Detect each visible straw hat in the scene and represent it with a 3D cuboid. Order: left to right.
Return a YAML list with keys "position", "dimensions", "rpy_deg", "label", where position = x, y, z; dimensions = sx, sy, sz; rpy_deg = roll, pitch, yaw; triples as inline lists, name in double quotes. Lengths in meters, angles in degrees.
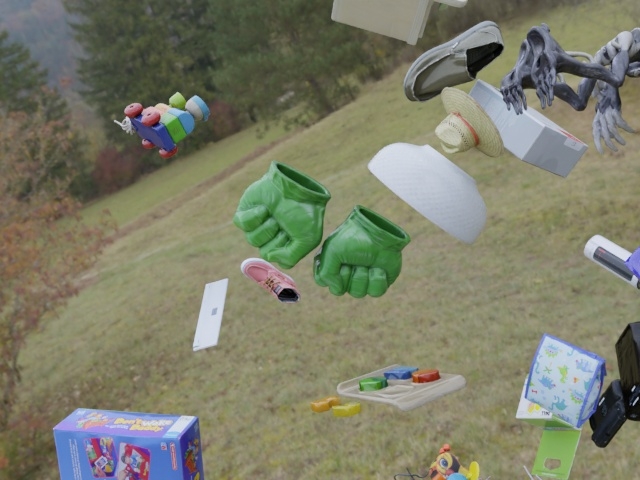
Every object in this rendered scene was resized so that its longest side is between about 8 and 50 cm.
- position: [0.214, -0.166, 1.047]
  dimensions: [0.061, 0.144, 0.144]
  rpy_deg: [-38, 23, -5]
  label: "straw hat"

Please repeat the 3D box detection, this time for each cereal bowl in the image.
- position: [0.294, -0.144, 1.727]
  dimensions: [0.141, 0.339, 0.339]
  rpy_deg: [-53, 18, 11]
  label: "cereal bowl"

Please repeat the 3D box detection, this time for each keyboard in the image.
- position: [-0.304, 0.202, 1.878]
  dimensions: [0.072, 0.014, 0.256]
  rpy_deg: [-12, 39, 11]
  label: "keyboard"

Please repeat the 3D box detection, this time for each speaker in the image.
- position: [0.607, 0.042, 1.370]
  dimensions: [0.055, 0.055, 0.136]
  rpy_deg: [-29, 41, -16]
  label: "speaker"

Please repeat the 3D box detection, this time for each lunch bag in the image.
- position: [0.496, 0.274, 1.355]
  dimensions: [0.128, 0.151, 0.096]
  rpy_deg: [24, 36, 38]
  label: "lunch bag"

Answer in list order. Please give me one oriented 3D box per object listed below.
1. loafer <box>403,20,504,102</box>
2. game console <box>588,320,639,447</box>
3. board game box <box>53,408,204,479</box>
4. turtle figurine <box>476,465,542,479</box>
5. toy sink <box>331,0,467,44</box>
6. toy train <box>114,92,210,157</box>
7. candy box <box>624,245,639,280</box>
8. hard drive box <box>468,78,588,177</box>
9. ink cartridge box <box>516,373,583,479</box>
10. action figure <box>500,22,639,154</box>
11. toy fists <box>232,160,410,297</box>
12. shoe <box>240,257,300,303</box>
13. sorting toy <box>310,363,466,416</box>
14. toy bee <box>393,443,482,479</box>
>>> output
- position: [0.298, -0.390, 1.490]
  dimensions: [0.251, 0.094, 0.087]
  rpy_deg: [-35, 39, 11]
  label: "loafer"
- position: [0.734, 0.371, 1.646]
  dimensions: [0.044, 0.361, 0.213]
  rpy_deg: [10, 46, 5]
  label: "game console"
- position: [-0.319, 0.473, 1.168]
  dimensions: [0.233, 0.347, 0.078]
  rpy_deg: [1, 13, 14]
  label: "board game box"
- position: [0.462, 0.636, 1.601]
  dimensions: [0.175, 0.118, 0.234]
  rpy_deg: [-20, 4, 18]
  label: "turtle figurine"
- position: [0.156, -0.471, 1.256]
  dimensions: [0.234, 0.131, 0.153]
  rpy_deg: [16, 60, 2]
  label: "toy sink"
- position: [-0.367, -0.289, 1.537]
  dimensions: [0.143, 0.105, 0.248]
  rpy_deg: [-39, 41, -20]
  label: "toy train"
- position: [0.671, 0.048, 0.982]
  dimensions: [0.268, 0.317, 0.122]
  rpy_deg: [-52, 13, 20]
  label: "candy box"
- position: [0.457, -0.254, 1.525]
  dimensions: [0.181, 0.089, 0.232]
  rpy_deg: [11, 30, -40]
  label: "hard drive box"
- position: [0.602, 0.486, 1.782]
  dimensions: [0.189, 0.097, 0.255]
  rpy_deg: [132, 162, -71]
  label: "ink cartridge box"
- position: [0.342, -0.165, 0.724]
  dimensions: [0.275, 0.141, 0.164]
  rpy_deg: [-3, -2, -10]
  label: "action figure"
- position: [0.000, 0.000, 1.050]
  dimensions: [0.142, 0.279, 0.096]
  rpy_deg: [-58, 14, 20]
  label: "toy fists"
- position: [-0.129, 0.110, 1.801]
  dimensions: [0.063, 0.178, 0.081]
  rpy_deg: [-53, 33, 10]
  label: "shoe"
- position: [0.144, 0.332, 1.509]
  dimensions: [0.307, 0.041, 0.229]
  rpy_deg: [-10, 5, -36]
  label: "sorting toy"
- position: [0.381, 0.667, 1.912]
  dimensions: [0.195, 0.298, 0.162]
  rpy_deg: [-36, 19, 41]
  label: "toy bee"
